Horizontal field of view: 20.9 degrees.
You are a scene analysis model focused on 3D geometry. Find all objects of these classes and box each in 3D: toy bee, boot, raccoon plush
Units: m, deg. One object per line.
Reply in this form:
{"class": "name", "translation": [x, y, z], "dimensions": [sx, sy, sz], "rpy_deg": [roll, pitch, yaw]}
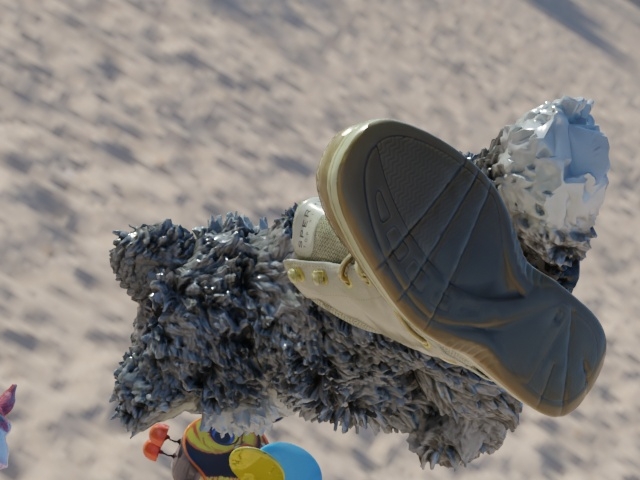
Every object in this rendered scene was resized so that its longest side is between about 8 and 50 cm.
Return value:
{"class": "toy bee", "translation": [-0.088, 0.236, 1.629], "dimensions": [0.162, 0.195, 0.298], "rpy_deg": [9, 27, -13]}
{"class": "boot", "translation": [0.033, 0.002, 0.880], "dimensions": [0.165, 0.077, 0.213], "rpy_deg": [23, -16, 49]}
{"class": "raccoon plush", "translation": [0.000, 0.000, 1.219], "dimensions": [0.299, 0.446, 0.216], "rpy_deg": [3, 55, -6]}

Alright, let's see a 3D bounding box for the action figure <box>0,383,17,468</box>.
{"class": "action figure", "translation": [-0.389, 0.274, 1.542], "dimensions": [0.248, 0.370, 0.276], "rpy_deg": [41, -13, -21]}
